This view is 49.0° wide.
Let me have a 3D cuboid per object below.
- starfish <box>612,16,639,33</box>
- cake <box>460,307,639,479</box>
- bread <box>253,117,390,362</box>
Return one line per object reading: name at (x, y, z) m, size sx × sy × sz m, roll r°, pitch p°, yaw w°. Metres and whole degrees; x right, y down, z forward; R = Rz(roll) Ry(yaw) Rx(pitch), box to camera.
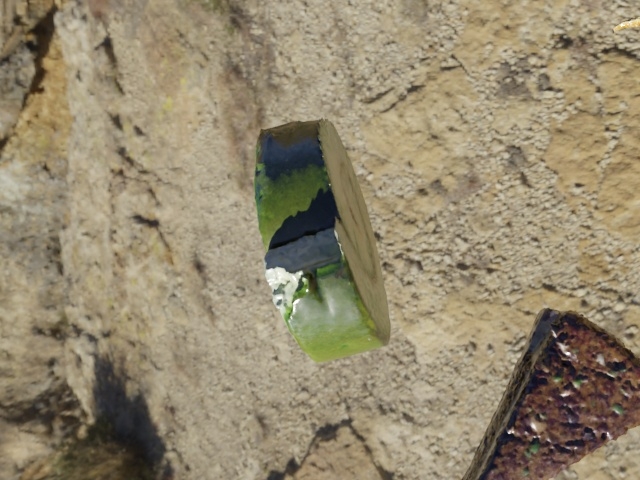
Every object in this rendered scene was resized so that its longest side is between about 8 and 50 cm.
starfish at (0.742, -0.379, 1.314) m, size 0.301 × 0.293 × 0.084 m, roll -15°, pitch 74°, yaw 35°
cake at (0.253, 0.205, 0.745) m, size 0.135 × 0.112 × 0.246 m, roll 26°, pitch 89°, yaw 7°
bread at (0.000, 0.000, 1.070) m, size 0.129 × 0.382 × 0.366 m, roll -16°, pitch 107°, yaw 11°
